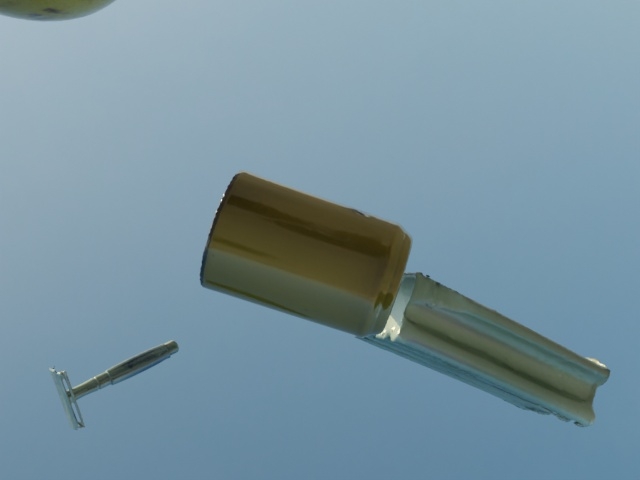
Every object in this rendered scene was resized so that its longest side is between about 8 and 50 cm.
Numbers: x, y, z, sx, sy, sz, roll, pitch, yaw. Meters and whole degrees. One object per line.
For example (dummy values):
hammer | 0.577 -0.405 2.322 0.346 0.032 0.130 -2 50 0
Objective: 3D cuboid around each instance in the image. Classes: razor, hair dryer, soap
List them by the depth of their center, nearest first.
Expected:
hair dryer | 0.000 0.000 0.729 0.135 0.090 0.278 17 -172 3
soap | 0.136 0.092 0.769 0.198 0.114 0.063 26 -100 -19
razor | -0.211 0.138 0.936 0.135 0.068 0.040 -24 -165 -31

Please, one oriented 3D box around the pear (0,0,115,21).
pear | -0.286 -0.357 0.896 0.281 0.280 0.280 16 -141 -13
